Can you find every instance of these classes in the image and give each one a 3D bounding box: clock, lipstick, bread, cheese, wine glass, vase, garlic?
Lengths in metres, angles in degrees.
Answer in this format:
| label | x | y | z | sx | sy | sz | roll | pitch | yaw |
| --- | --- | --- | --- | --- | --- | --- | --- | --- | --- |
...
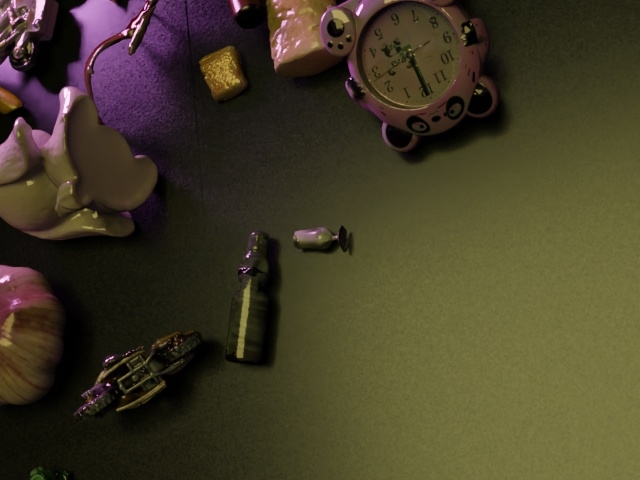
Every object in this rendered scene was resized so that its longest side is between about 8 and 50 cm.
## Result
| label | x | y | z | sx | sy | sz | roll | pitch | yaw |
| --- | --- | --- | --- | --- | --- | --- | --- | --- | --- |
| clock | 0.141 | -0.273 | 1.452 | 0.228 | 0.090 | 0.248 | -23 | 97 | 23 |
| lipstick | -0.163 | -0.505 | 1.667 | 0.057 | 0.057 | 0.356 | -28 | 60 | 13 |
| bread | -0.163 | -0.284 | 1.651 | 0.070 | 0.035 | 0.083 | -25 | 75 | 14 |
| cheese | -0.029 | -0.359 | 1.584 | 0.123 | 0.094 | 0.167 | -13 | 73 | 17 |
| wine glass | 0.000 | 0.000 | 1.514 | 0.083 | 0.042 | 0.039 | -4 | 37 | 23 |
| vase | -0.108 | 0.087 | 1.521 | 0.060 | 0.060 | 0.211 | 1 | 76 | 22 |
| garlic | -0.540 | 0.148 | 1.574 | 0.245 | 0.253 | 0.245 | -3 | 75 | 11 |

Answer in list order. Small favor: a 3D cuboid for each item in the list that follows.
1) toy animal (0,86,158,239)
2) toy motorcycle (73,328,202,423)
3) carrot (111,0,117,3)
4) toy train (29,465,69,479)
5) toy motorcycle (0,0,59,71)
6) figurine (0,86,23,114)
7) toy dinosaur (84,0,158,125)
| label | x | y | z | sx | sy | sz | roll | pitch | yaw |
| --- | --- | --- | --- | --- | --- | --- | --- | --- | --- |
| toy animal | -0.446 | -0.103 | 1.618 | 0.265 | 0.271 | 0.206 | -11 | 47 | 32 |
| toy motorcycle | -0.287 | 0.208 | 1.537 | 0.229 | 0.130 | 0.094 | -34 | 90 | -4 |
| carrot | -0.392 | -0.539 | 1.802 | 0.057 | 0.057 | 0.224 | -9 | 79 | 19 |
| toy train | -0.421 | 0.445 | 1.546 | 0.178 | 0.071 | 0.104 | 44 | 103 | 26 |
| toy motorcycle | -0.563 | -0.425 | 1.822 | 0.152 | 0.073 | 0.225 | 10 | 79 | 25 |
| figurine | -0.744 | -0.281 | 1.791 | 0.327 | 0.218 | 0.169 | -24 | 45 | 10 |
| toy dinosaur | -0.285 | -0.357 | 1.680 | 0.327 | 0.113 | 0.206 | -55 | 25 | -21 |
